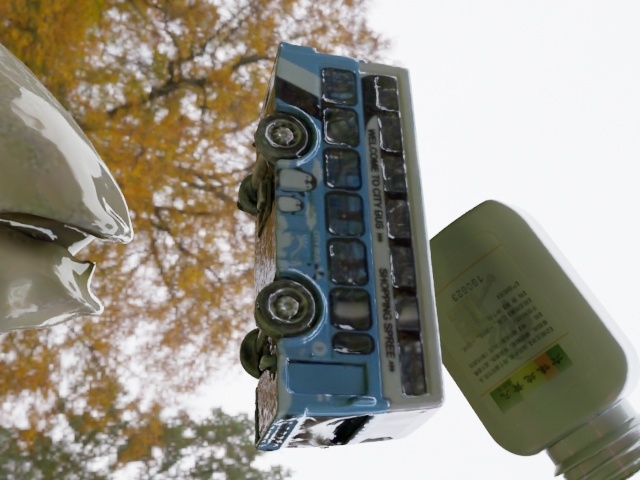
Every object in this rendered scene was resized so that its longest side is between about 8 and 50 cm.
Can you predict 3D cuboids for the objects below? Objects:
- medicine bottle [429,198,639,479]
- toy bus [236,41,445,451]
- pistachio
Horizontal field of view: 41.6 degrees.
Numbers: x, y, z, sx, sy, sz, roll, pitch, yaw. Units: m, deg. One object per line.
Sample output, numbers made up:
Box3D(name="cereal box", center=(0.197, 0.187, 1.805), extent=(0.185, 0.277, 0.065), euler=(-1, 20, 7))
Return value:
Box3D(name="medicine bottle", center=(0.237, 0.124, 0.940), extent=(0.179, 0.124, 0.324), euler=(-41, -113, 20))
Box3D(name="toy bus", center=(0.008, 0.000, 0.625), extent=(0.106, 0.130, 0.297), euler=(116, -25, -59))
Box3D(name="pistachio", center=(-0.247, -0.037, 0.499), extent=(0.331, 0.226, 0.208), euler=(16, -101, 35))
